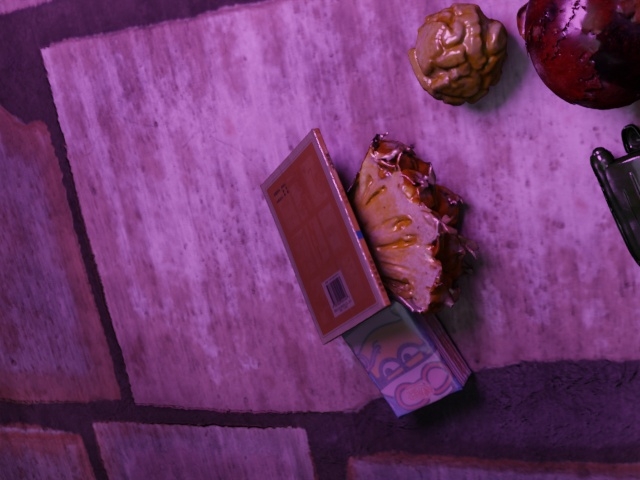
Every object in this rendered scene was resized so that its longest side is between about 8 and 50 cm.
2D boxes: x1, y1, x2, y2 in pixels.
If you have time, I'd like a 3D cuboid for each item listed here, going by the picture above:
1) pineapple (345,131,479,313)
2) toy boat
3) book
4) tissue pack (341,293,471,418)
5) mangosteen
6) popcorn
[{"bbox_3d":[0.098,-0.015,1.064,0.186,0.114,0.236,-23,87,30],"label":"pineapple"},{"bbox_3d":[0.389,-0.034,0.944,0.104,0.052,0.210,-24,98,27],"label":"toy boat"},{"bbox_3d":[0.001,0.000,1.068,0.170,0.018,0.241,-40,68,55],"label":"book"},{"bbox_3d":[0.114,0.150,1.126,0.116,0.065,0.155,-32,94,32],"label":"tissue pack"},{"bbox_3d":[0.288,-0.219,0.866,0.166,0.180,0.166,0,97,-3],"label":"mangosteen"},{"bbox_3d":[0.160,-0.218,0.959,0.116,0.120,0.106,-37,51,6],"label":"popcorn"}]
